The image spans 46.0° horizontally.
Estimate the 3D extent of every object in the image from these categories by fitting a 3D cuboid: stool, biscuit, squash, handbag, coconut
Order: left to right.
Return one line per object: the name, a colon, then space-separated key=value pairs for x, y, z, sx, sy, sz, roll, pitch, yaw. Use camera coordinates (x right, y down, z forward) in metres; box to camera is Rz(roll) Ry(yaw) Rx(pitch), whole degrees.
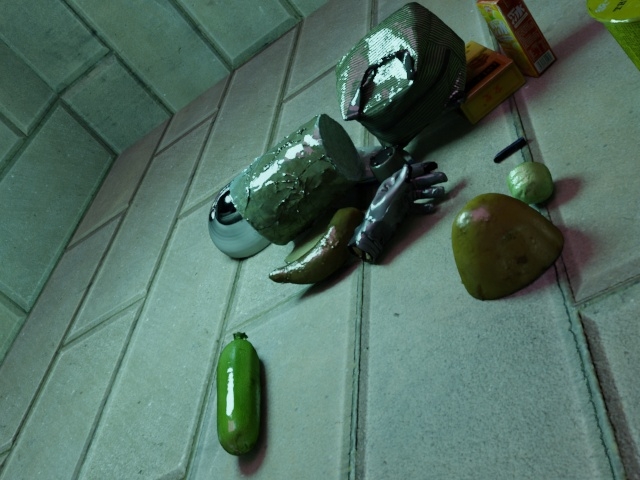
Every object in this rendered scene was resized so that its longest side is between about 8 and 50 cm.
squash: x=-0.180 y=0.319 z=1.653 sx=0.101 sy=0.101 sz=0.379 roll=-35 pitch=26 yaw=15
biscuit: x=0.000 y=0.000 z=1.944 sx=0.199 sy=0.040 sz=0.121 roll=-48 pitch=23 yaw=-12
stool: x=0.178 y=-0.173 z=1.876 sx=0.096 sy=0.110 sz=0.096 roll=-32 pitch=25 yaw=17
handbag: x=0.199 y=-0.391 z=1.897 sx=0.340 sy=0.247 sz=0.240 roll=-32 pitch=38 yaw=34
coconut: x=0.415 y=-0.117 z=1.499 sx=0.087 sy=0.087 sz=0.096 roll=-28 pitch=50 yaw=28

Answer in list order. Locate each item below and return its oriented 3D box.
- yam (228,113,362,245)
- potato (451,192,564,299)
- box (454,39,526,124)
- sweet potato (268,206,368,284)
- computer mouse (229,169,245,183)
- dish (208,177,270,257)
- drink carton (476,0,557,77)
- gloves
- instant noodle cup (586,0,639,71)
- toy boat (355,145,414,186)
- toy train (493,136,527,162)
yam: x=-0.063 y=-0.154 z=1.974 sx=0.348 sy=0.241 sz=0.241 roll=-37 pitch=26 yaw=28
potato: x=0.318 y=-0.009 z=1.400 sx=0.203 sy=0.158 sz=0.178 roll=-28 pitch=28 yaw=35
box: x=0.400 y=-0.420 z=1.980 sx=0.174 sy=0.076 sz=0.274 roll=-40 pitch=26 yaw=8
sweet potato: x=0.021 y=0.019 z=1.824 sx=0.310 sy=0.098 sz=0.124 roll=-42 pitch=29 yaw=-9
computer mouse: x=-0.196 y=-0.172 z=2.389 sx=0.389 sy=0.115 sz=0.200 roll=-25 pitch=34 yaw=33
dish: x=-0.241 y=-0.099 z=2.214 sx=0.273 sy=0.134 sz=0.274 roll=-17 pitch=55 yaw=25
drink carton: x=0.478 y=-0.509 z=1.839 sx=0.071 sy=0.223 sz=0.096 roll=-43 pitch=27 yaw=-4
gloves: x=0.169 y=-0.075 z=1.730 sx=0.285 sy=0.142 sz=0.119 roll=-42 pitch=54 yaw=-1
instant noodle cup: x=0.688 y=-0.408 z=1.365 sx=0.325 sy=0.254 sz=0.326 roll=-32 pitch=28 yaw=19
toy boat: x=0.128 y=-0.205 z=2.022 sx=0.295 sy=0.088 sz=0.129 roll=0 pitch=48 yaw=43
toy train: x=0.422 y=-0.203 z=1.691 sx=0.083 sy=0.017 sz=0.017 roll=-35 pitch=25 yaw=14
